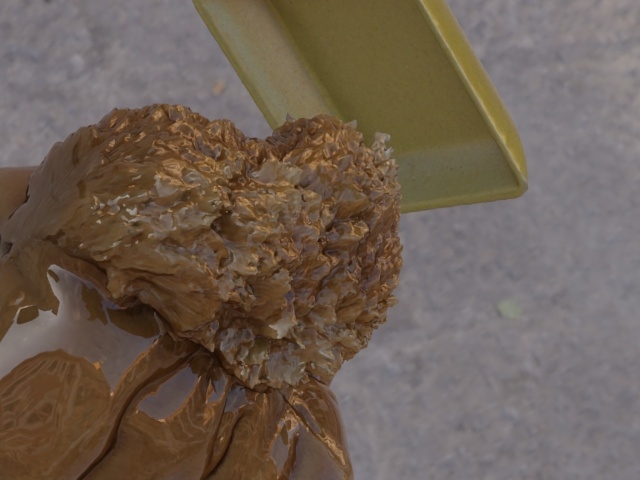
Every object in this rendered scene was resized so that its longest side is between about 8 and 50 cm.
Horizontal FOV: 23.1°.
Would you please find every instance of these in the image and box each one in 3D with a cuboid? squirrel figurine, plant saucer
[{"bbox_3d":[-0.088,0.088,1.139,0.370,0.397,0.281,31,27,-31],"label":"squirrel figurine"},{"bbox_3d":[0.052,-0.187,1.685,0.081,0.333,0.333,-45,113,-32],"label":"plant saucer"}]
